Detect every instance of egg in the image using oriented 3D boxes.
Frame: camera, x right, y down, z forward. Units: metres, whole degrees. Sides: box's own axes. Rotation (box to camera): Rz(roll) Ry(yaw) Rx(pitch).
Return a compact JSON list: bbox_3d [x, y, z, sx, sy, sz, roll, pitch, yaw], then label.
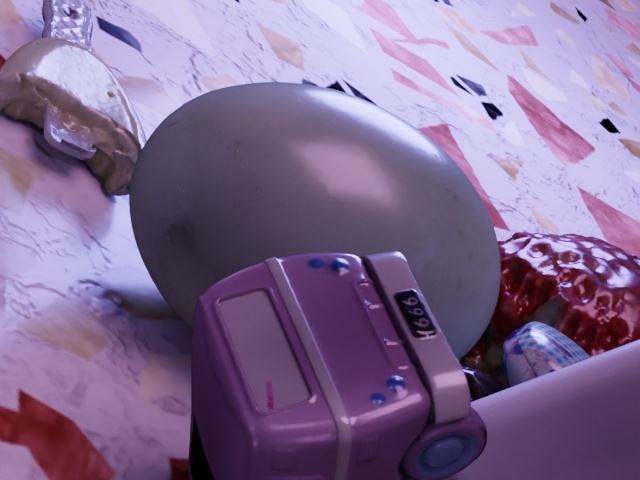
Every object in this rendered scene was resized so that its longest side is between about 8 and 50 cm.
[{"bbox_3d":[0.000,0.000,1.023,0.283,0.203,0.203,29,27,-26],"label":"egg"}]

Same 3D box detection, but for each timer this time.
[{"bbox_3d":[0.206,0.167,0.934,0.194,0.195,0.192,69,14,10],"label":"timer"}]

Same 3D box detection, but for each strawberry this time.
[{"bbox_3d":[0.252,0.078,1.294,0.280,0.150,0.253,-6,51,-53],"label":"strawberry"}]

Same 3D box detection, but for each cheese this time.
[{"bbox_3d":[-0.195,-0.131,1.154,0.127,0.050,0.235,25,31,-25],"label":"cheese"}]

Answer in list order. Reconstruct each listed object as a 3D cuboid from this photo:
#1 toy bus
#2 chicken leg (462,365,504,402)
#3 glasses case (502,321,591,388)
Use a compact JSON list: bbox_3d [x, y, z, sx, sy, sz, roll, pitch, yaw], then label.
[{"bbox_3d":[0.000,0.118,0.856,0.142,0.202,0.142,-11,46,-18],"label":"toy bus"},{"bbox_3d":[0.144,0.168,1.118,0.089,0.048,0.219,5,42,-46],"label":"chicken leg"},{"bbox_3d":[0.242,0.202,1.104,0.327,0.076,0.125,55,11,3],"label":"glasses case"}]
